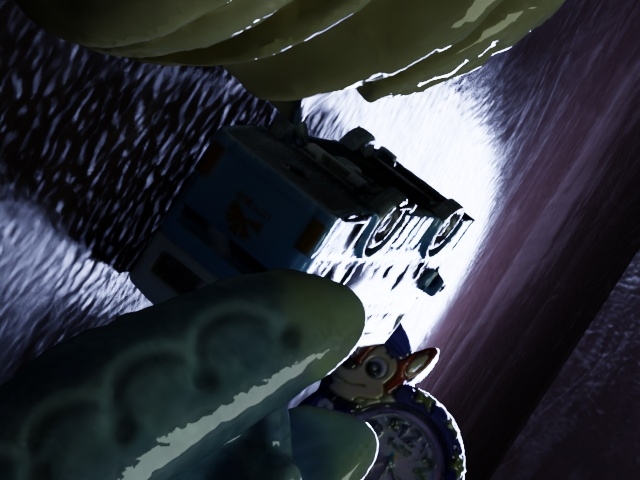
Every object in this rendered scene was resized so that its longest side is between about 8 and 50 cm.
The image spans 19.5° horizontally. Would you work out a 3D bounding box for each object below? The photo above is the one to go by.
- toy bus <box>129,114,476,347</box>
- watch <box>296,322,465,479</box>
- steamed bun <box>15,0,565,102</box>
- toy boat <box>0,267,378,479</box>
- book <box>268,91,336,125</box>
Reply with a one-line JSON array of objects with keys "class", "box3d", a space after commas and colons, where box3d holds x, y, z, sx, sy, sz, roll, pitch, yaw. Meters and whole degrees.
[{"class": "toy bus", "box3d": [0.000, 0.000, 1.186, 0.131, 0.106, 0.297, -55, 164, 10]}, {"class": "watch", "box3d": [0.036, 0.187, 1.631, 0.196, 0.171, 0.200, -51, 179, -19]}, {"class": "steamed bun", "box3d": [0.012, -0.170, 0.653, 0.276, 0.203, 0.289, -57, 164, 10]}, {"class": "toy boat", "box3d": [-0.098, 0.158, 0.998, 0.330, 0.123, 0.215, -26, 142, -21]}, {"class": "book", "box3d": [0.105, -0.284, 1.008, 0.300, 0.039, 0.428, -43, 161, -39]}]
